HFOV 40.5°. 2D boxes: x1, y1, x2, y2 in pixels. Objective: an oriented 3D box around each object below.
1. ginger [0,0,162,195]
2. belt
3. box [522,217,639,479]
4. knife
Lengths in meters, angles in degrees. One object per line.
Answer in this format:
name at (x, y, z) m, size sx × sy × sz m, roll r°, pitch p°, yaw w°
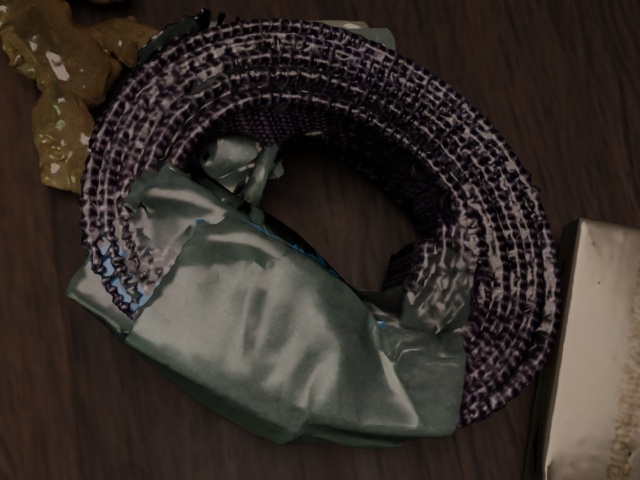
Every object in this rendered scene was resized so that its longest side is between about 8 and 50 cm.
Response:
ginger at (-0.172, -0.134, 0.647) m, size 0.149 × 0.065 × 0.259 m, roll -29°, pitch 77°, yaw -12°
belt at (0.000, 0.000, 0.579) m, size 0.324 × 0.122 × 0.260 m, roll 31°, pitch 73°, yaw -6°
box at (0.334, 0.118, 0.595) m, size 0.365 × 0.051 × 0.205 m, roll 11°, pitch 82°, yaw 1°
knife at (-0.021, -0.153, 0.676) m, size 0.162 × 0.023 × 0.044 m, roll 2°, pitch 77°, yaw -2°
